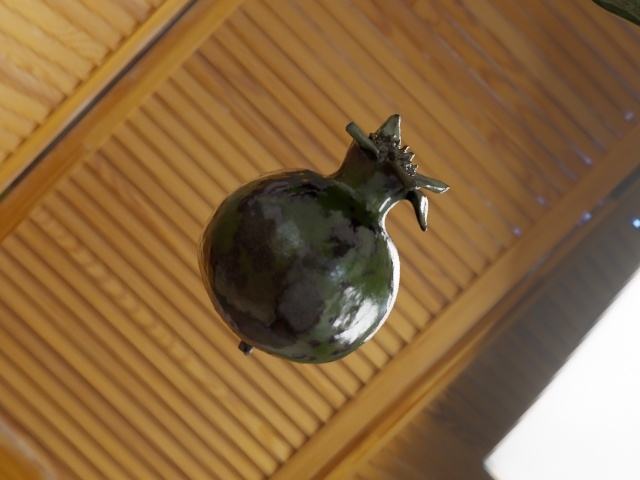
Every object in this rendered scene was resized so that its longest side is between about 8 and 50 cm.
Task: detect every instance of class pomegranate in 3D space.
[{"bbox_3d":[0.002,0.007,0.747,0.148,0.169,0.148,48,21,-25],"label":"pomegranate"}]

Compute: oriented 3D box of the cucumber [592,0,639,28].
[{"bbox_3d":[0.202,-0.132,0.526,0.193,0.085,0.115,-18,56,-40],"label":"cucumber"}]
